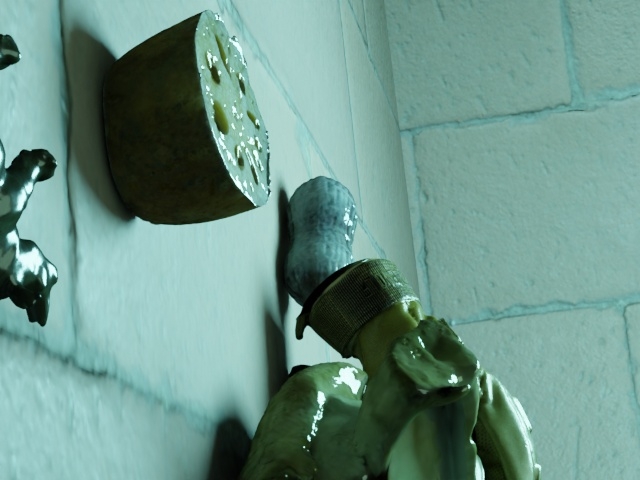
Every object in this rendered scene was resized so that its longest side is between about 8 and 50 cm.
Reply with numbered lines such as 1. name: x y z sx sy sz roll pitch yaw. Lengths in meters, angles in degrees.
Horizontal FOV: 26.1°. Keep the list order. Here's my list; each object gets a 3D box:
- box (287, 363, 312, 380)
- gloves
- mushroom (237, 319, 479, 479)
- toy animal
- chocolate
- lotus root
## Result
1. box: -0.015 0.186 1.231 0.126 0.027 0.125 -72 155 -74
2. gloves: 0.099 0.161 1.194 0.331 0.141 0.154 61 -36 29
3. mushroom: 0.000 0.208 1.010 0.212 0.217 0.292 34 -48 40
4. toy animal: -0.137 -0.019 0.558 0.065 0.047 0.135 -75 158 -56
5. chocolate: 0.000 0.000 1.346 0.167 0.072 0.072 -86 165 -46
6. lotus root: -0.083 -0.074 0.845 0.112 0.081 0.122 71 14 -44
